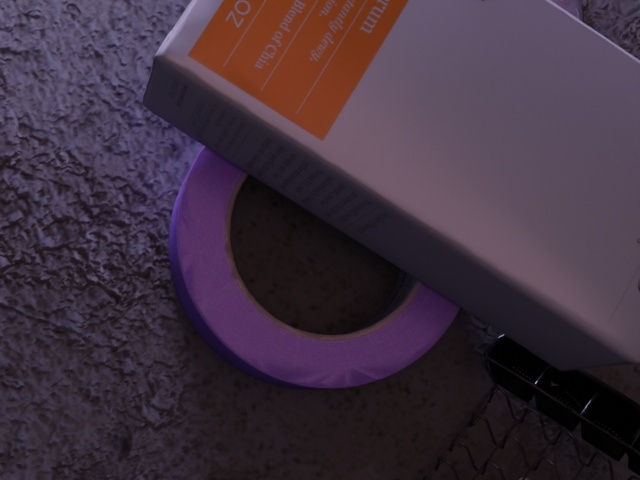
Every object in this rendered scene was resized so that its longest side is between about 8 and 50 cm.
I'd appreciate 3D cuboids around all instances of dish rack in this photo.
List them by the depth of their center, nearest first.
[{"bbox_3d":[0.178,0.242,1.093,0.208,0.074,0.271,32,70,24],"label":"dish rack"}]

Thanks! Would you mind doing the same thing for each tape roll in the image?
[{"bbox_3d":[0.000,0.000,1.126,0.274,0.090,0.275,2,81,-11],"label":"tape roll"}]

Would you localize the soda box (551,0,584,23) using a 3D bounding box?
[{"bbox_3d":[0.203,-0.188,1.198,0.092,0.083,0.263,-1,82,-13],"label":"soda box"}]

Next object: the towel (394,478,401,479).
[{"bbox_3d":[0.056,0.268,1.141,0.083,0.009,0.060,-29,90,-14],"label":"towel"}]

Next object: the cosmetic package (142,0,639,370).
[{"bbox_3d":[0.103,-0.101,1.034,0.453,0.161,0.230,32,77,-7],"label":"cosmetic package"}]

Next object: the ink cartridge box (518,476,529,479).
[{"bbox_3d":[0.226,0.322,1.142,0.104,0.061,0.181,-42,91,-15],"label":"ink cartridge box"}]
